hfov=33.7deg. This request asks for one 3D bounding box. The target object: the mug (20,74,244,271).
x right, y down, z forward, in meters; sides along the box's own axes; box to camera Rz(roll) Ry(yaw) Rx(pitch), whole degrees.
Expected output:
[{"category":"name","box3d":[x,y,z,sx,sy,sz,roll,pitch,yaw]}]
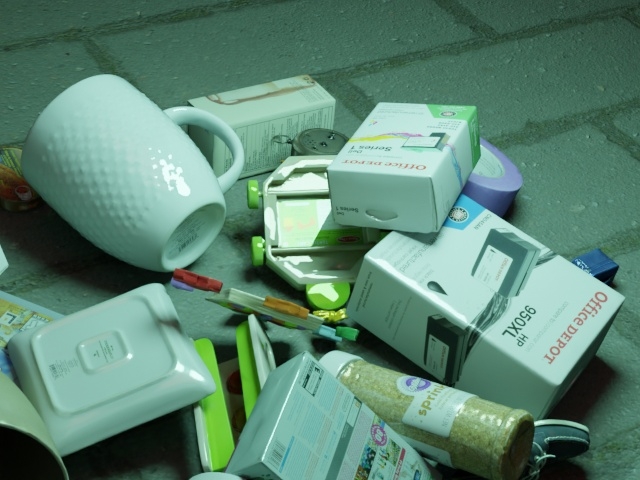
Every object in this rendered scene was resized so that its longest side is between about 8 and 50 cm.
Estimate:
[{"category":"mug","box3d":[-0.313,-0.129,1.996,0.328,0.276,0.374,41,55,20]}]

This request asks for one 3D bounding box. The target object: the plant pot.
[{"category":"plant pot","box3d":[-0.504,0.295,1.519,0.257,0.256,0.274,-6,25,-17]}]

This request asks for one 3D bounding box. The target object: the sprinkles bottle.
[{"category":"sprinkles bottle","box3d":[0.151,0.274,1.657,0.355,0.121,0.121,14,37,33]}]

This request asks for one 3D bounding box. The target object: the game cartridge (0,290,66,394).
[{"category":"game cartridge","box3d":[-0.546,0.175,1.773,0.297,0.062,0.198,19,37,12]}]

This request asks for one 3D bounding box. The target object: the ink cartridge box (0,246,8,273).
[{"category":"ink cartridge box","box3d":[-0.688,0.017,1.785,0.233,0.171,0.168,2,34,26]}]

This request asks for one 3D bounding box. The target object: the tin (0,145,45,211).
[{"category":"tin","box3d":[-0.615,-0.124,2.127,0.106,0.040,0.189,-18,47,-23]}]

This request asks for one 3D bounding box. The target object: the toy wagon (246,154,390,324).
[{"category":"toy wagon","box3d":[0.000,0.000,2.005,0.267,0.068,0.344,-2,68,-7]}]

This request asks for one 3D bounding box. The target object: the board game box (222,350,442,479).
[{"category":"board game box","box3d":[0.026,0.342,1.520,0.303,0.097,0.224,44,38,-15]}]

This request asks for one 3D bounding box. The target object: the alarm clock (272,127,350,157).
[{"category":"alarm clock","box3d":[-0.013,-0.188,2.170,0.192,0.064,0.129,18,36,20]}]

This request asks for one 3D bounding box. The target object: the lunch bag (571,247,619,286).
[{"category":"lunch bag","box3d":[0.537,0.067,2.086,0.098,0.067,0.065,-21,48,-30]}]

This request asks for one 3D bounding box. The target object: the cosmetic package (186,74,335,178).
[{"category":"cosmetic package","box3d":[-0.129,-0.240,2.266,0.296,0.153,0.129,-16,43,-29]}]

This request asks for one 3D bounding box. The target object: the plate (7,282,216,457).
[{"category":"plate","box3d":[-0.340,0.188,1.676,0.278,0.045,0.277,-21,45,-15]}]

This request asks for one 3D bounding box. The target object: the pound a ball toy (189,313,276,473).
[{"category":"pound a ball toy","box3d":[-0.165,0.265,1.701,0.208,0.135,0.319,-21,43,4]}]

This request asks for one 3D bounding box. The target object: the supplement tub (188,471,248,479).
[{"category":"supplement tub","box3d":[-0.170,0.479,1.336,0.235,0.235,0.325,21,41,14]}]

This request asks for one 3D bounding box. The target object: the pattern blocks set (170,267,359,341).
[{"category":"pattern blocks set","box3d":[-0.097,0.118,1.789,0.325,0.285,0.026,18,80,-6]}]

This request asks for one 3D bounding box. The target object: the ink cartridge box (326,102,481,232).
[{"category":"ink cartridge box","box3d":[0.156,-0.140,1.929,0.201,0.117,0.278,6,35,24]}]

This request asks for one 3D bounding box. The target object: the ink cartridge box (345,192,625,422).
[{"category":"ink cartridge box","box3d":[0.292,0.116,1.876,0.395,0.166,0.285,34,47,18]}]

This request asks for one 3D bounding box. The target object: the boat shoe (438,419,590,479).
[{"category":"boat shoe","box3d":[0.315,0.344,1.696,0.255,0.095,0.079,-1,39,-9]}]

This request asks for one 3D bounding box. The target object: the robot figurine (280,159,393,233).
[{"category":"robot figurine","box3d":[0.053,-0.087,2.168,0.291,0.085,0.211,9,40,1]}]

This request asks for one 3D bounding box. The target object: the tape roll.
[{"category":"tape roll","box3d":[0.282,-0.150,2.213,0.275,0.090,0.275,22,28,-12]}]
